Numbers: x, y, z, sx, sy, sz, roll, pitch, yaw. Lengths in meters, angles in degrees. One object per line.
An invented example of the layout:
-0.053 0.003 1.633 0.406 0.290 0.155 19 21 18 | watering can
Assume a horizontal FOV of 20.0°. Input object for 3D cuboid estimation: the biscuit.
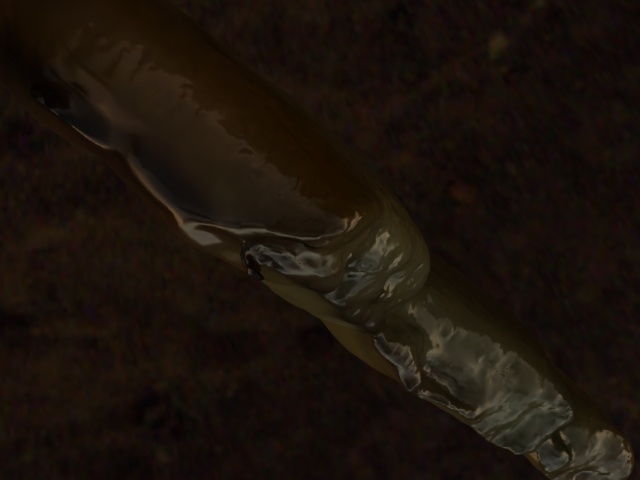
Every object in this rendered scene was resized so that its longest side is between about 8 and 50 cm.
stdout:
-0.002 -0.002 0.540 0.045 0.154 0.299 -52 149 -1 | biscuit
